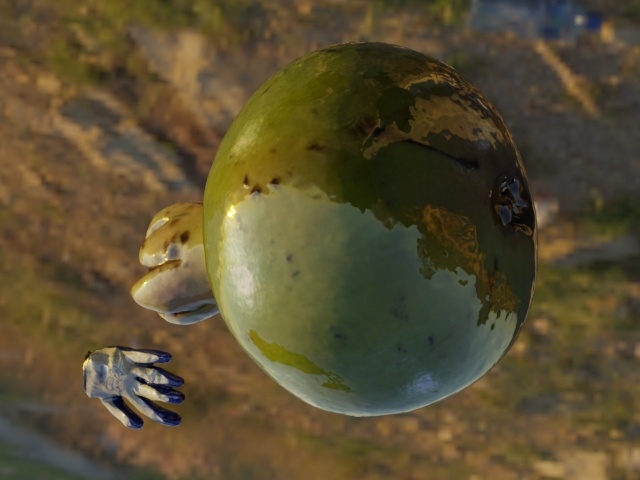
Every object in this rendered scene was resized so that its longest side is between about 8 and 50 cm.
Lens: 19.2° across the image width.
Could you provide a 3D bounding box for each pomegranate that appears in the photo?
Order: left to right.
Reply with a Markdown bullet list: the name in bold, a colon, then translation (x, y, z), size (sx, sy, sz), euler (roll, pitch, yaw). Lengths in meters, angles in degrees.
- **pomegranate**: translation (0.008, 0.010, 0.928), size (0.210, 0.179, 0.179), euler (-41, 140, 21)

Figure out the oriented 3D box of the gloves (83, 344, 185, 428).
- **gloves**: translation (-0.137, 0.110, 1.414), size (0.086, 0.064, 0.026), euler (5, -162, 24)
